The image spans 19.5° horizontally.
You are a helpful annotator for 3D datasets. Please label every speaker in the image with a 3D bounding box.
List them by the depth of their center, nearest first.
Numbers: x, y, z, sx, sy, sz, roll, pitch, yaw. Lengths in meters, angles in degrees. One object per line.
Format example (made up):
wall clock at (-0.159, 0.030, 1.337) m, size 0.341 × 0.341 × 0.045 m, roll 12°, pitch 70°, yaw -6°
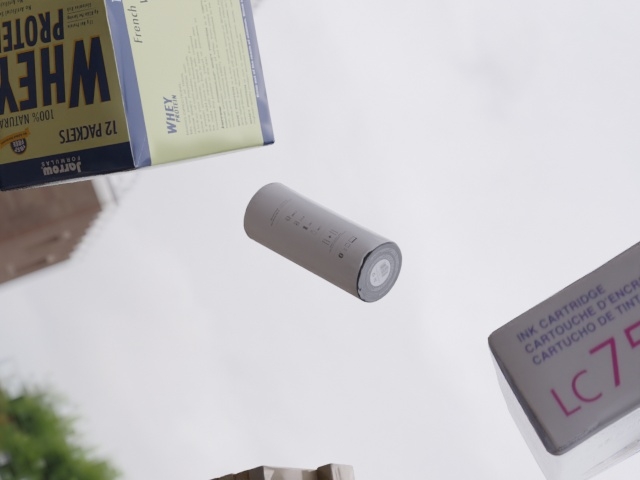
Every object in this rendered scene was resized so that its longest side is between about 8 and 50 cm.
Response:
speaker at (0.000, 0.000, 1.534) m, size 0.136 × 0.055 × 0.055 m, roll 28°, pitch -43°, yaw 37°

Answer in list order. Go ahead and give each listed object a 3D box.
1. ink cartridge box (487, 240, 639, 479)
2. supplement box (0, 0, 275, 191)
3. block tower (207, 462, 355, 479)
ink cartridge box at (0.171, 0.040, 0.839) m, size 0.065 × 0.186 × 0.311 m, roll 59°, pitch 1°, yaw 15°
supplement box at (-0.066, -0.064, 0.613) m, size 0.056 × 0.083 × 0.083 m, roll -8°, pitch -85°, yaw 31°
block tower at (-0.122, 0.260, 1.532) m, size 0.335 × 0.097 × 0.091 m, roll -21°, pitch -111°, yaw 35°
